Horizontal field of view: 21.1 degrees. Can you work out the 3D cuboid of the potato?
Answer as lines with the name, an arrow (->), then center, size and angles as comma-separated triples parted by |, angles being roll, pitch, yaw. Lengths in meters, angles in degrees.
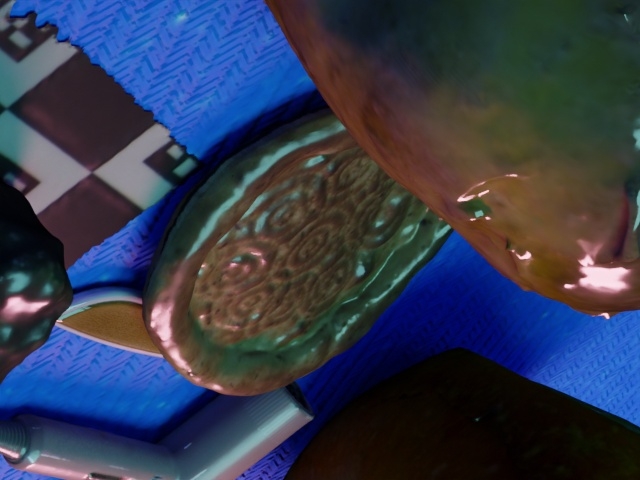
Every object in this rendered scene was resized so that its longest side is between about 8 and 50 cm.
potato -> 0.127, -0.093, 0.776 | 0.301, 0.237, 0.288 | -36, 150, 27

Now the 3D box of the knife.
knife -> -0.077, 0.059, 1.064 | 0.046, 0.022, 0.256 | -42, 150, 21

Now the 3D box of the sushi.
sushi -> -0.219, 0.015, 0.772 | 0.296, 0.100, 0.373 | -36, 151, 4

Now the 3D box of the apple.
apple -> 0.149, 0.256, 1.242 | 0.374, 0.374, 0.384 | -2, 154, -44

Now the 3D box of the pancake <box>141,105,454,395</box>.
pancake -> 0.000, -0.001, 1.030 | 0.250, 0.031, 0.250 | -28, 149, -19

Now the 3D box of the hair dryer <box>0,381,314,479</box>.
hair dryer -> -0.128, 0.121, 1.091 | 0.195, 0.054, 0.220 | -38, 144, 5
